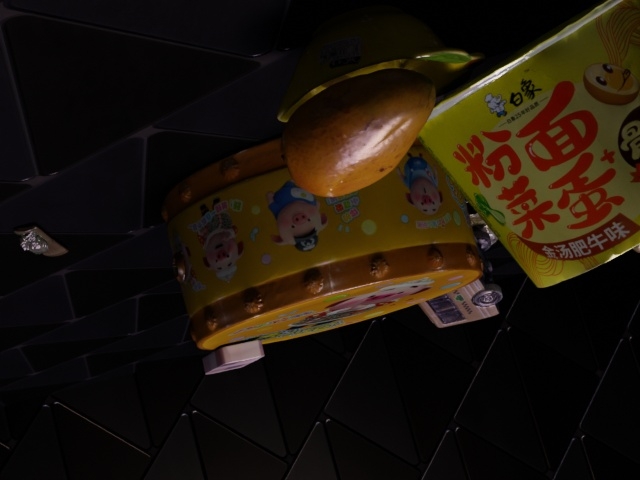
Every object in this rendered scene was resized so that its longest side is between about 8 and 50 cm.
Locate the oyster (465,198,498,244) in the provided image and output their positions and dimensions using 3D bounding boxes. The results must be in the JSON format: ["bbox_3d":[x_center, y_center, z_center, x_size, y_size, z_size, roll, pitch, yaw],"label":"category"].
[{"bbox_3d":[0.226,-0.020,2.159,0.268,0.112,0.198,-15,170,19],"label":"oyster"}]

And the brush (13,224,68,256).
[{"bbox_3d":[-0.381,0.009,1.639,0.034,0.027,0.190,-13,170,-2],"label":"brush"}]

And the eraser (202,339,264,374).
[{"bbox_3d":[-0.125,0.167,1.700,0.065,0.026,0.105,-7,168,-23],"label":"eraser"}]

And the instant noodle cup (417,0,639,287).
[{"bbox_3d":[0.271,-0.105,1.244,0.311,0.221,0.311,-32,-179,1],"label":"instant noodle cup"}]

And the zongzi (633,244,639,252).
[{"bbox_3d":[0.372,-0.197,1.471,0.160,0.360,0.323,19,107,-44],"label":"zongzi"}]

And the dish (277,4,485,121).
[{"bbox_3d":[0.049,-0.177,1.150,0.208,0.080,0.149,-16,166,7],"label":"dish"}]

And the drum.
[{"bbox_3d":[0.000,0.000,1.644,0.431,0.214,0.431,-15,171,-3],"label":"drum"}]

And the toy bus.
[{"bbox_3d":[0.200,0.025,2.023,0.157,0.139,0.289,-19,143,17],"label":"toy bus"}]

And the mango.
[{"bbox_3d":[0.029,-0.099,1.097,0.115,0.089,0.165,-1,158,-29],"label":"mango"}]
